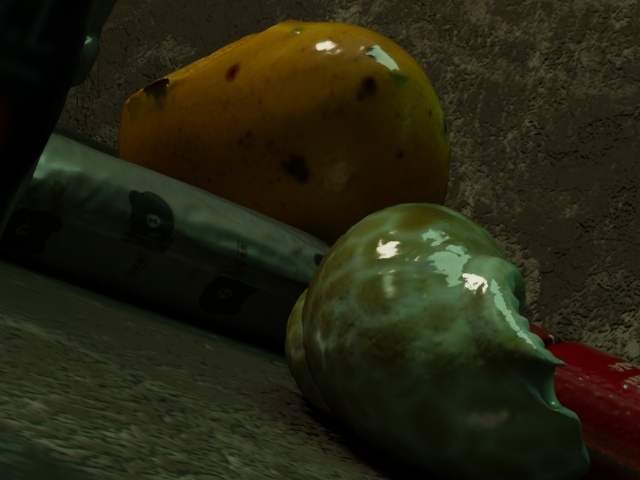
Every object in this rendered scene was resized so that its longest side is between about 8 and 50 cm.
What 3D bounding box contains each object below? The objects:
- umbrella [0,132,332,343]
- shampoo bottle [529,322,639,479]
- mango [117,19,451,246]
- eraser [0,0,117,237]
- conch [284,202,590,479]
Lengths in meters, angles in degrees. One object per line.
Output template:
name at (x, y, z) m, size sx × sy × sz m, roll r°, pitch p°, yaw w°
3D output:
umbrella at (-0.115, -0.012, 0.876) m, size 0.337 × 0.067 × 0.073 m, roll 21°, pitch -7°, yaw -40°
shampoo bottle at (0.180, 0.113, 0.809) m, size 0.314 × 0.076 × 0.118 m, roll 24°, pitch 7°, yaw 34°
mango at (-0.015, -0.045, 1.078) m, size 0.191 × 0.160 × 0.290 m, roll 56°, pitch -27°, yaw -7°
eraser at (-0.211, -0.088, 0.395) m, size 0.332 × 0.155 × 0.101 m, roll 23°, pitch 3°, yaw -14°
conch at (0.043, 0.045, 0.718) m, size 0.173 × 0.106 × 0.116 m, roll 51°, pitch -2°, yaw 44°
